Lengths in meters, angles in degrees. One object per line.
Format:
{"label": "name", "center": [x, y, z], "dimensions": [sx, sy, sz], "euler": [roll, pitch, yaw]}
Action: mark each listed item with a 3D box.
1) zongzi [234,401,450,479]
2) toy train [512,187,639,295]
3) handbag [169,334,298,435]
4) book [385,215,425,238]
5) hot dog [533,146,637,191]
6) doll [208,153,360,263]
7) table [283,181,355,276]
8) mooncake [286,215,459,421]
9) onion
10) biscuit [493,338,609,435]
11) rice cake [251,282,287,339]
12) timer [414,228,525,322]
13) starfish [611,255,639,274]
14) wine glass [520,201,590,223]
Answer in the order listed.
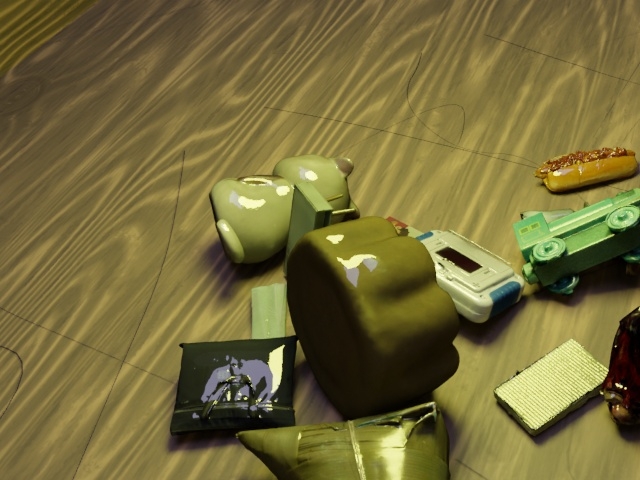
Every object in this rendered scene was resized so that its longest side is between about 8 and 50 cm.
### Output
{"label": "zongzi", "center": [0.024, 0.472, 1.297], "dimensions": [0.418, 0.181, 0.447], "euler": [-6, 41, 15]}
{"label": "toy train", "center": [0.553, -0.011, 1.705], "dimensions": [0.298, 0.120, 0.194], "euler": [-24, 30, 16]}
{"label": "handbag", "center": [-0.167, 0.288, 1.623], "dimensions": [0.254, 0.089, 0.211], "euler": [-4, 53, 6]}
{"label": "book", "center": [0.187, 0.031, 1.889], "dimensions": [0.162, 0.022, 0.232], "euler": [-36, 44, -25]}
{"label": "hot dog", "center": [0.637, -0.178, 1.971], "dimensions": [0.249, 0.076, 0.102], "euler": [-11, 43, 1]}
{"label": "doll", "center": [-0.104, -0.078, 1.952], "dimensions": [0.370, 0.215, 0.226], "euler": [-29, 40, -23]}
{"label": "table", "center": [0.000, 0.000, 1.823], "dimensions": [0.111, 0.240, 0.121], "euler": [-7, 37, -24]}
{"label": "mooncake", "center": [0.092, 0.137, 1.530], "dimensions": [0.200, 0.379, 0.378], "euler": [-18, 39, -23]}
{"label": "onion", "center": [0.614, 0.202, 1.388], "dimensions": [0.281, 0.281, 0.221], "euler": [-28, 76, -18]}
{"label": "biscuit", "center": [0.433, 0.271, 1.525], "dimensions": [0.199, 0.041, 0.121], "euler": [-28, 45, -16]}
{"label": "rice cake", "center": [-0.112, 0.179, 1.781], "dimensions": [0.080, 0.042, 0.222], "euler": [-6, 39, 2]}
{"label": "timer", "center": [0.289, 0.063, 1.725], "dimensions": [0.253, 0.078, 0.178], "euler": [33, 36, 32]}
{"label": "starfish", "center": [0.682, 0.013, 1.734], "dimensions": [0.146, 0.074, 0.190], "euler": [6, 44, 20]}
{"label": "wine glass", "center": [0.533, -0.043, 1.844], "dimensions": [0.155, 0.072, 0.072], "euler": [-10, 40, 5]}
